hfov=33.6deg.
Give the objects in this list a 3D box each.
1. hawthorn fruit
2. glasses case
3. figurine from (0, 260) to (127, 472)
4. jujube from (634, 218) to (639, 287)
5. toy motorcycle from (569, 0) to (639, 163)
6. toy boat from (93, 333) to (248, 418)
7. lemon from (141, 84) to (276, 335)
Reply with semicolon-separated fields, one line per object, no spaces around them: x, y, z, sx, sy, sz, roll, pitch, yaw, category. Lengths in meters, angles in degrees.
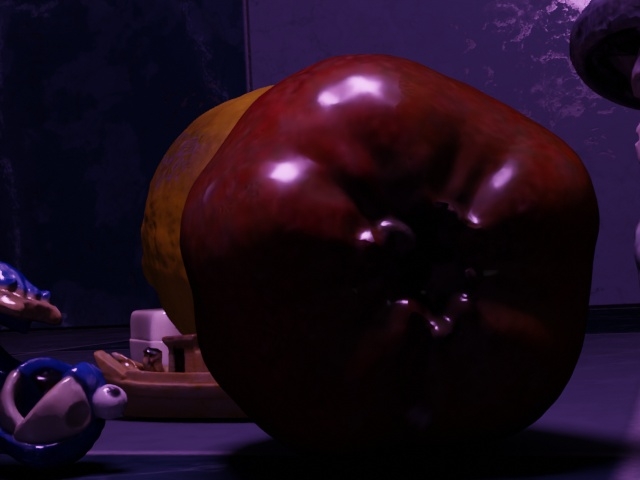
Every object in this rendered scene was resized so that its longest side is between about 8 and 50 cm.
0.023;0.007;0.561;0.208;0.208;0.248;-2;6;-14;hawthorn fruit
-0.064;0.109;1.269;0.312;0.070;0.131;-2;-2;-22;glasses case
-0.230;0.071;0.547;0.262;0.121;0.164;19;31;16;figurine
0.419;0.004;0.877;0.226;0.226;0.317;-1;-8;-37;jujube
0.291;-0.078;0.462;0.340;0.108;0.223;-3;-24;38;toy motorcycle
-0.060;0.085;0.727;0.206;0.072;0.064;-3;-4;20;toy boat
-0.003;0.000;0.896;0.316;0.285;0.285;19;7;25;lemon
